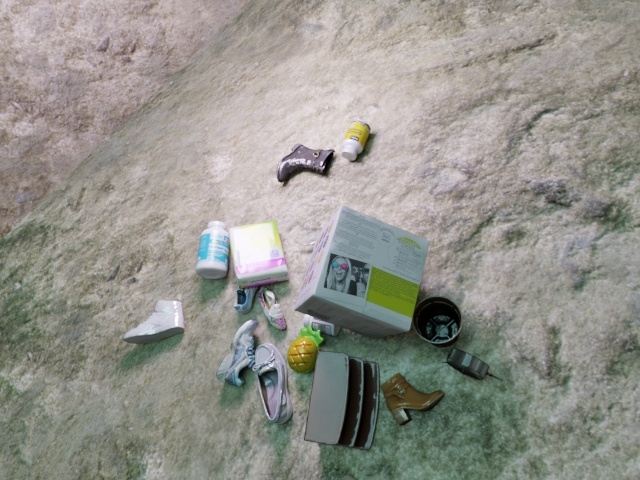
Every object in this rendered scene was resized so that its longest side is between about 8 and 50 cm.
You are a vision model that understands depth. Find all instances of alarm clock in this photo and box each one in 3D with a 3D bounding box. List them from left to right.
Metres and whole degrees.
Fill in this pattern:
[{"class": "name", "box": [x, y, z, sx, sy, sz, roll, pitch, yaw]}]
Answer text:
[{"class": "alarm clock", "box": [0.505, 0.422, 1.384, 0.192, 0.129, 0.064, 19, 73, 29]}]

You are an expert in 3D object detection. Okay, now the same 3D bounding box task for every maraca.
[{"class": "maraca", "box": [-0.059, 0.426, 1.630, 0.127, 0.099, 0.185, 23, 84, 17]}]

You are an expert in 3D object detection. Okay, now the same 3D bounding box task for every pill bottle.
[{"class": "pill bottle", "box": [-0.508, 0.042, 1.996, 0.147, 0.146, 0.263, -10, 61, 18]}, {"class": "pill bottle", "box": [0.006, 0.331, 1.672, 0.137, 0.078, 0.078, 8, 68, 26]}, {"class": "pill bottle", "box": [0.167, -0.483, 2.016, 0.103, 0.103, 0.184, 12, 69, 27]}]

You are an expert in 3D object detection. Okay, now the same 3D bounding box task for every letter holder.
[{"class": "letter holder", "box": [0.088, 0.562, 1.475, 0.215, 0.152, 0.301, 0, 64, 20]}]

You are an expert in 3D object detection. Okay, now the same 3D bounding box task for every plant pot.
[{"class": "plant pot", "box": [0.417, 0.298, 1.466, 0.167, 0.165, 0.166, -9, 61, 17]}]

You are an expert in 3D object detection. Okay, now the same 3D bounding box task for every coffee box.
[{"class": "coffee box", "box": [0.137, 0.128, 1.493, 0.339, 0.337, 0.333, 21, 69, -8]}]

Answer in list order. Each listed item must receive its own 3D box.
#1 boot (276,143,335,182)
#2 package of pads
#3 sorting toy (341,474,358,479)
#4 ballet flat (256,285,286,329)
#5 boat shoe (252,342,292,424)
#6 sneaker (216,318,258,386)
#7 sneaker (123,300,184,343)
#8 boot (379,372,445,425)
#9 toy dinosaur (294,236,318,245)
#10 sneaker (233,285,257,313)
[{"class": "boot", "box": [-0.074, -0.375, 2.068, 0.229, 0.091, 0.262, 23, 72, 31]}, {"class": "package of pads", "box": [-0.286, 0.061, 1.882, 0.230, 0.101, 0.296, -10, 57, -9]}, {"class": "sorting toy", "box": [0.120, 0.909, 1.351, 0.193, 0.038, 0.208, 18, 68, 29]}, {"class": "ballet flat", "box": [-0.207, 0.280, 1.782, 0.221, 0.077, 0.079, 52, 133, 37]}, {"class": "boat shoe", "box": [-0.195, 0.547, 1.627, 0.118, 0.103, 0.320, -22, 58, 11]}, {"class": "sneaker", "box": [-0.311, 0.468, 1.733, 0.122, 0.110, 0.282, 21, 80, 17]}, {"class": "sneaker", "box": [-0.780, 0.378, 1.967, 0.293, 0.108, 0.169, -15, 57, 4]}, {"class": "boot", "box": [0.313, 0.525, 1.448, 0.197, 0.073, 0.152, -30, 52, 2]}, {"class": "toy dinosaur", "box": [0.000, 0.000, 1.869, 0.212, 0.064, 0.112, -29, 38, -4]}, {"class": "sneaker", "box": [-0.331, 0.207, 1.874, 0.085, 0.086, 0.236, -3, 62, 23]}]
